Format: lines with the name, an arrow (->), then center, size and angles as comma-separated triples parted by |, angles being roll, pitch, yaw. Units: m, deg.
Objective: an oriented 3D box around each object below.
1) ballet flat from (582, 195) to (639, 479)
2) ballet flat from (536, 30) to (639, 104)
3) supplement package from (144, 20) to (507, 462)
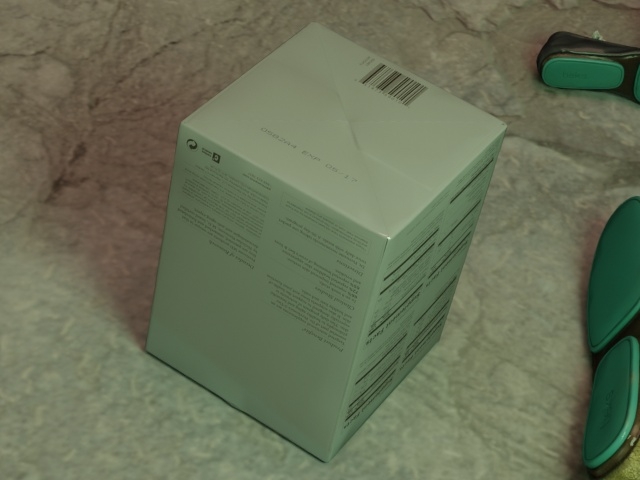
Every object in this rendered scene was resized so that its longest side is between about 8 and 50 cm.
ballet flat -> 0.299, 0.103, 1.645 | 0.123, 0.123, 0.348 | 13, 41, 0
ballet flat -> 0.334, -0.187, 1.987 | 0.203, 0.074, 0.074 | 10, 42, 0
supplement package -> 0.000, 0.000, 1.555 | 0.199, 0.262, 0.198 | 30, 44, 18
